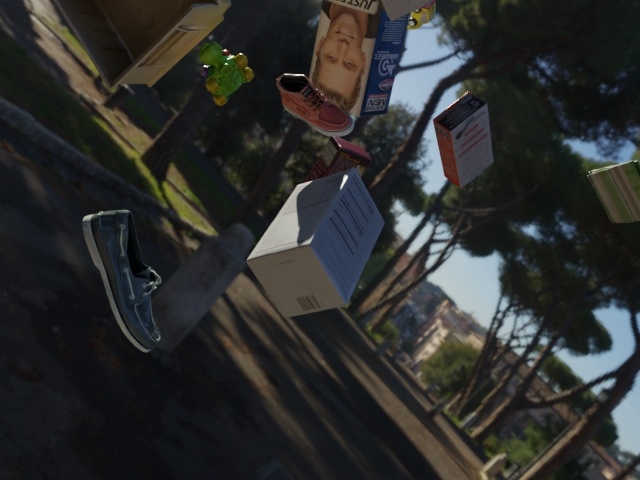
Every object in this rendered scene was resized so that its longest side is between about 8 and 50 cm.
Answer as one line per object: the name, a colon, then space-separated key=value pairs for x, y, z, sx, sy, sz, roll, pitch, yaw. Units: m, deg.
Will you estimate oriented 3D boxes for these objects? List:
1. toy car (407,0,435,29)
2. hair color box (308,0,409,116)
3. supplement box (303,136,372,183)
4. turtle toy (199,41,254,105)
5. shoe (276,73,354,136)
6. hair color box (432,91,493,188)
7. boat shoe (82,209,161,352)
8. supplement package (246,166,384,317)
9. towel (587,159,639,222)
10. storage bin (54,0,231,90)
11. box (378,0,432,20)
toy car: x=0.255 y=-0.586 z=1.514 sx=0.053 sy=0.225 sz=0.239 roll=23 pitch=5 yaw=4
hair color box: x=0.089 y=-0.466 z=1.522 sx=0.174 sy=0.347 sz=0.105 roll=30 pitch=31 yaw=35
supplement box: x=0.037 y=-0.167 z=1.811 sx=0.104 sy=0.188 sz=0.081 roll=18 pitch=25 yaw=-31
turtle toy: x=-0.185 y=-0.320 z=1.287 sx=0.066 sy=0.095 sz=0.130 roll=45 pitch=-7 yaw=19
shoe: x=-0.014 y=-0.274 z=1.387 sx=0.178 sy=0.063 sz=0.081 roll=31 pitch=-17 yaw=27
hair color box: x=0.275 y=-0.189 z=1.314 sx=0.053 sy=0.093 sz=0.167 roll=45 pitch=-12 yaw=36
boat shoe: x=-0.387 y=0.085 z=1.426 sx=0.116 sy=0.099 sz=0.319 roll=-107 pitch=179 yaw=-73
supplement package: x=0.000 y=0.000 z=1.224 sx=0.133 sy=0.139 sz=0.244 roll=59 pitch=37 yaw=-24
towel: x=0.554 y=-0.087 z=1.251 sx=0.113 sy=0.023 sz=0.152 roll=62 pitch=-8 yaw=-1
storage bin: x=-0.343 y=-0.465 z=1.288 sx=0.262 sy=0.260 sz=0.123 roll=58 pitch=26 yaw=4
box: x=0.135 y=-0.517 z=1.247 sx=0.182 sy=0.119 sz=0.181 roll=60 pitch=12 yaw=-24
